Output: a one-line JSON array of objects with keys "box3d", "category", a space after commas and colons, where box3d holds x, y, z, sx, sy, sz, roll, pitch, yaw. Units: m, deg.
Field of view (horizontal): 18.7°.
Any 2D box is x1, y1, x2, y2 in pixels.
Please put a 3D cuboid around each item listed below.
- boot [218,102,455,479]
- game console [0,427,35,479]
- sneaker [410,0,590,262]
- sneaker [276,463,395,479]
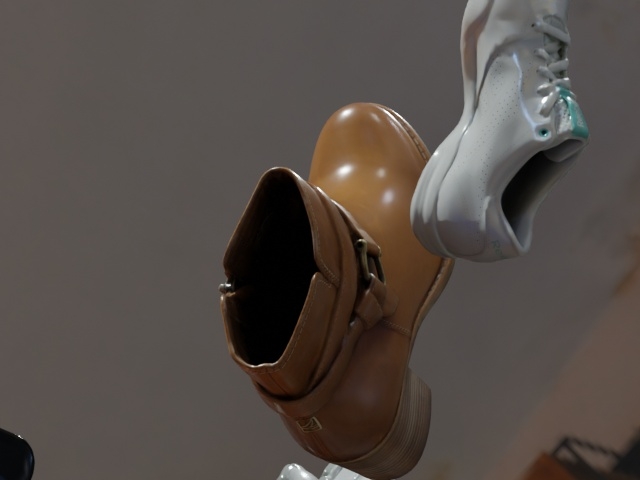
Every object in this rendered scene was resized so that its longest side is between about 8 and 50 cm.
[{"box3d": [0.000, 0.000, 1.250, 0.220, 0.109, 0.283, 46, -135, -57], "category": "boot"}, {"box3d": [-0.151, 0.104, 0.642, 0.107, 0.071, 0.122, 94, -167, -72], "category": "game console"}, {"box3d": [0.131, -0.086, 1.193, 0.080, 0.094, 0.212, 21, -97, -41], "category": "sneaker"}, {"box3d": [0.029, 0.234, 1.449, 0.111, 0.129, 0.297, -63, -13, 6], "category": "sneaker"}]
